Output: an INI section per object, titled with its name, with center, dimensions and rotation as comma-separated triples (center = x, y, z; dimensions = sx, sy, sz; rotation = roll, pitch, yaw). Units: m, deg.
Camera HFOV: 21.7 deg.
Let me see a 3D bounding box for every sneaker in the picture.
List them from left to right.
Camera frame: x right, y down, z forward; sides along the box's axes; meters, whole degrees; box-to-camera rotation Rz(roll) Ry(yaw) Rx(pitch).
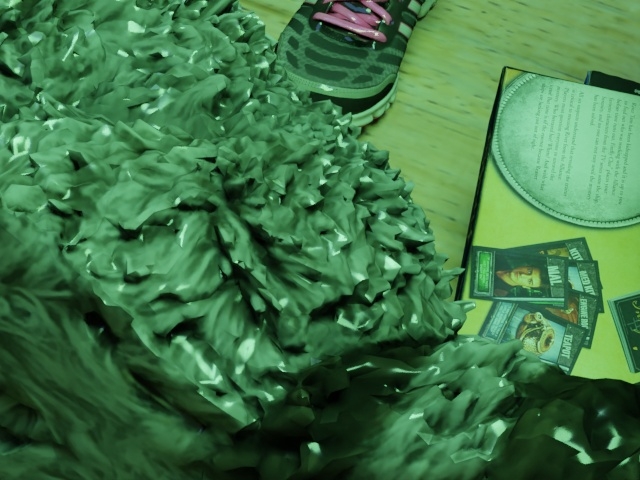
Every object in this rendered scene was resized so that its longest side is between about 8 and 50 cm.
[sneaker]
center = 0.023, -0.122, 0.792
dimensions = 0.063, 0.074, 0.170
rotation = 21, 47, 10

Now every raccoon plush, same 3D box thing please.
[raccoon plush]
center = 0.000, 0.000, 0.594
dimensions = 0.446, 0.216, 0.299
rotation = 24, 43, 6

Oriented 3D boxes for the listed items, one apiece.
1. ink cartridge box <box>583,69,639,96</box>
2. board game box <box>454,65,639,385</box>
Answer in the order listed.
[ink cartridge box]
center = 0.205, -0.004, 0.732
dimensions = 0.207, 0.046, 0.097
rotation = 16, 47, 5
[board game box]
center = 0.127, 0.056, 0.626
dimensions = 0.165, 0.042, 0.243
rotation = 13, 58, 3
